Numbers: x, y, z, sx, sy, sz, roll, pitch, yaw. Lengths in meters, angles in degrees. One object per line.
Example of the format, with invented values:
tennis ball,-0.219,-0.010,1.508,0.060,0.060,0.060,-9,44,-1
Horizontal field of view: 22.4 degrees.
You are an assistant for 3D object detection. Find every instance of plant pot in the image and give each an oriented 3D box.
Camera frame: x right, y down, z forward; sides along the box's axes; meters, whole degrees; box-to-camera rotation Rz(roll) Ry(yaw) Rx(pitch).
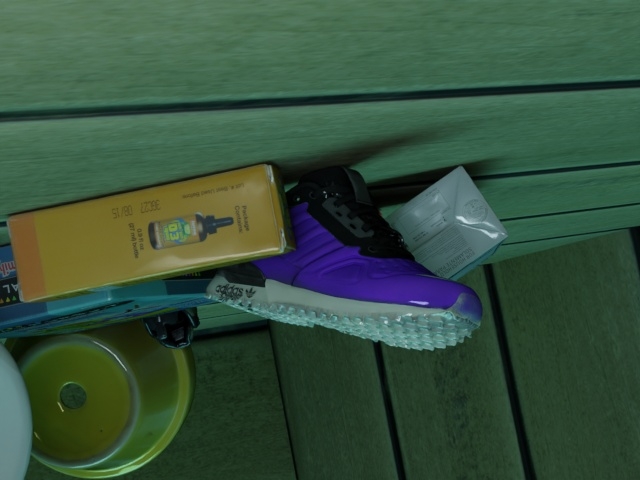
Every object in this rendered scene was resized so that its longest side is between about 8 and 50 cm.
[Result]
plant pot,-0.292,0.184,2.037,0.254,0.254,0.239,-11,-178,1

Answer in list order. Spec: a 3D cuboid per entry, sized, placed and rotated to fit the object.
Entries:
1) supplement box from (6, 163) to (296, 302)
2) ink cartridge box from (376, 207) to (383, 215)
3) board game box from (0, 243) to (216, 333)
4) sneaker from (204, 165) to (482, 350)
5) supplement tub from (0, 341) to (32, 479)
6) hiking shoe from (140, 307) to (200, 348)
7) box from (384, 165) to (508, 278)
supplement box,-0.142,-0.004,1.380,0.233,0.078,0.080,-11,175,9
ink cartridge box,0.000,0.000,1.849,0.145,0.045,0.179,-17,172,6
board game box,-0.252,0.048,1.722,0.253,0.079,0.336,-13,175,23
sneaker,0.021,0.006,1.423,0.293,0.146,0.102,8,168,41
supplement tub,-0.457,0.169,1.513,0.324,0.235,0.235,5,-174,37
hiking shoe,-0.192,0.081,2.015,0.086,0.114,0.227,-11,175,9
box,0.107,0.015,1.754,0.169,0.087,0.290,-35,175,-1
